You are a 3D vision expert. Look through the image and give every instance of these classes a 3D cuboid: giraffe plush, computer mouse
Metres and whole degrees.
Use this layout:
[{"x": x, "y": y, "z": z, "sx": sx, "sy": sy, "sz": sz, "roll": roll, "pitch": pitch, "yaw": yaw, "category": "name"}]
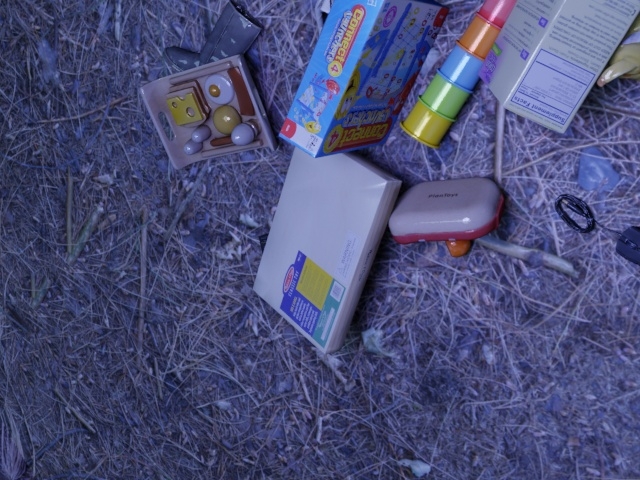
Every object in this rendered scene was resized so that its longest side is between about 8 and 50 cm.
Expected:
[{"x": 0.545, "y": -0.292, "z": 1.158, "sx": 0.171, "sy": 0.210, "sz": 0.181, "roll": 28, "pitch": 113, "yaw": -8, "category": "giraffe plush"}, {"x": 0.531, "y": -0.012, "z": 1.287, "sx": 0.242, "sy": 0.041, "sz": 0.071, "roll": 31, "pitch": 116, "yaw": 23, "category": "computer mouse"}]

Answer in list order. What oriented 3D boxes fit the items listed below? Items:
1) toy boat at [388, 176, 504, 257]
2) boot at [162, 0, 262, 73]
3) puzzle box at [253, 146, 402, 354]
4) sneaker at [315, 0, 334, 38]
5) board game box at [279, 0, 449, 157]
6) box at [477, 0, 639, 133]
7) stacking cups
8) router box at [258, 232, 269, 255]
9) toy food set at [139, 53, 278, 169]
[{"x": 0.253, "y": -0.030, "z": 1.412, "sx": 0.231, "sy": 0.151, "sz": 0.151, "roll": -2, "pitch": 129, "yaw": 32, "category": "toy boat"}, {"x": -0.251, "y": -0.459, "z": 1.642, "sx": 0.190, "sy": 0.076, "sz": 0.208, "roll": 36, "pitch": 125, "yaw": 4, "category": "boot"}, {"x": 0.000, "y": 0.000, "z": 1.516, "sx": 0.272, "sy": 0.052, "sz": 0.408, "roll": 38, "pitch": 119, "yaw": 37, "category": "puzzle box"}, {"x": 0.045, "y": -0.503, "z": 1.429, "sx": 0.110, "sy": 0.118, "sz": 0.291, "roll": 8, "pitch": 104, "yaw": 32, "category": "sneaker"}, {"x": 0.088, "y": -0.318, "z": 1.330, "sx": 0.086, "sy": 0.308, "sz": 0.301, "roll": 34, "pitch": 117, "yaw": 19, "category": "board game box"}, {"x": 0.388, "y": -0.335, "z": 1.183, "sx": 0.117, "sy": 0.213, "sz": 0.242, "roll": 22, "pitch": 115, "yaw": -11, "category": "box"}, {"x": 0.268, "y": -0.332, "z": 1.354, "sx": 0.096, "sy": 0.096, "sz": 0.316, "roll": 38, "pitch": 114, "yaw": 19, "category": "stacking cups"}, {"x": -0.079, "y": 0.023, "z": 1.666, "sx": 0.123, "sy": 0.038, "sz": 0.092, "roll": -9, "pitch": 96, "yaw": 33, "category": "router box"}, {"x": -0.258, "y": -0.283, "z": 1.637, "sx": 0.306, "sy": 0.092, "sz": 0.219, "roll": -6, "pitch": 117, "yaw": 32, "category": "toy food set"}]
